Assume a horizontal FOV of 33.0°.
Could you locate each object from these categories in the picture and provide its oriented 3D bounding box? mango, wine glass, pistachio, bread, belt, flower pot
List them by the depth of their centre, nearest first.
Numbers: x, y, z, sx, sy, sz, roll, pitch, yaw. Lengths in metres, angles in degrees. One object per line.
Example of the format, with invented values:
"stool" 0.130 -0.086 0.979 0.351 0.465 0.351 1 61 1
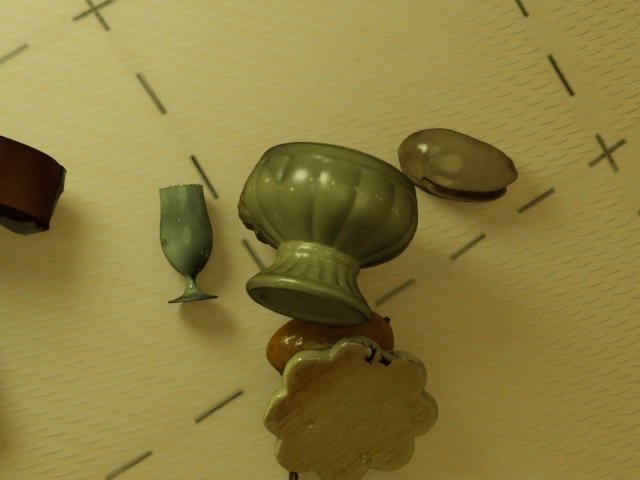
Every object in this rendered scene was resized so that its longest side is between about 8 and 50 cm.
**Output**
"belt" -0.589 -0.111 1.742 0.339 0.217 0.122 15 77 -6
"flower pot" 0.000 0.000 1.794 0.307 0.307 0.244 17 71 -9
"bread" 0.052 0.292 1.855 0.316 0.054 0.316 -5 120 -8
"wine glass" -0.230 0.004 1.864 0.093 0.093 0.202 -7 90 -12
"mango" 0.018 0.192 1.891 0.227 0.109 0.147 -8 92 -9
"pistachio" 0.247 -0.136 1.954 0.223 0.126 0.152 17 47 -10

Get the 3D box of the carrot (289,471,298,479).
"carrot" -0.035 0.523 1.892 0.049 0.049 0.254 -5 84 -11
